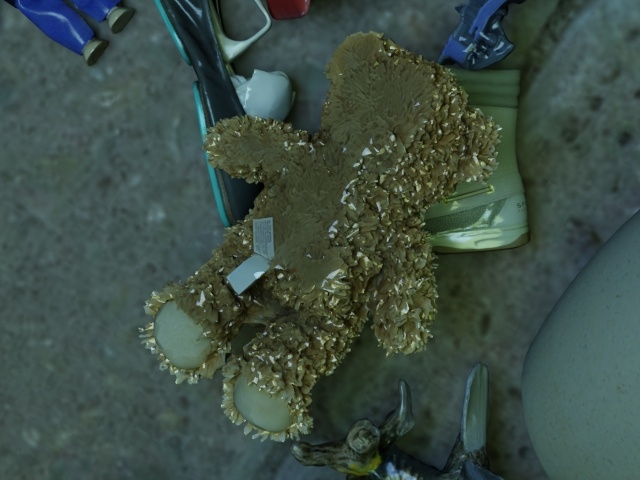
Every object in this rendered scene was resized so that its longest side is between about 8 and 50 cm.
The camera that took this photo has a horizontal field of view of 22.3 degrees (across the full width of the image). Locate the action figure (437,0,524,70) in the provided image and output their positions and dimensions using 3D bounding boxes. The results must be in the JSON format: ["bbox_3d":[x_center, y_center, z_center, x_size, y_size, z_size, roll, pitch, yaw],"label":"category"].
[{"bbox_3d":[0.248,-0.261,1.333,0.330,0.178,0.341,40,113,11],"label":"action figure"}]

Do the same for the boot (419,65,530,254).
[{"bbox_3d":[0.072,-0.070,1.402,0.213,0.077,0.165,-2,95,4],"label":"boot"}]

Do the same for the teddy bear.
[{"bbox_3d":[0.000,0.000,1.318,0.245,0.113,0.338,18,87,24],"label":"teddy bear"}]

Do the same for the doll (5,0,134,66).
[{"bbox_3d":[-0.264,-0.237,1.457,0.189,0.046,0.129,41,99,3],"label":"doll"}]

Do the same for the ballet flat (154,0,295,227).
[{"bbox_3d":[-0.081,-0.153,1.412,0.096,0.095,0.280,-18,92,5],"label":"ballet flat"}]

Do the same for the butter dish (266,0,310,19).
[{"bbox_3d":[0.016,-0.266,1.372,0.118,0.160,0.160,-1,97,-14],"label":"butter dish"}]

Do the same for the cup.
[{"bbox_3d":[0.302,0.115,1.287,0.237,0.331,0.331,-27,91,36],"label":"cup"}]

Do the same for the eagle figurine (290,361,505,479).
[{"bbox_3d":[0.123,0.276,1.360,0.298,0.226,0.225,43,133,22],"label":"eagle figurine"}]
